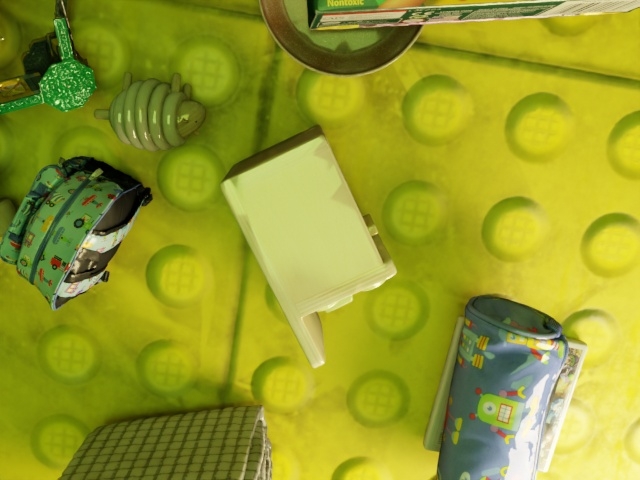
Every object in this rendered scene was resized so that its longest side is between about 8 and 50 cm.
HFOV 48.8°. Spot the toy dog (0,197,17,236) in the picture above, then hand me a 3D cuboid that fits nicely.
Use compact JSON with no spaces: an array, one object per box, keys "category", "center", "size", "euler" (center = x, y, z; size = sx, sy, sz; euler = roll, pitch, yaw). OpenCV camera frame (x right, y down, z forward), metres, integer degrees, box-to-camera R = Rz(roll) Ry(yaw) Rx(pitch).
[{"category":"toy dog","center":[-0.508,-0.030,0.789],"size":[0.334,0.161,0.220],"euler":[-36,102,7]}]

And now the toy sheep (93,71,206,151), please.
[{"category":"toy sheep","center":[-0.195,-0.145,0.809],"size":[0.132,0.091,0.091],"euler":[2,104,12]}]

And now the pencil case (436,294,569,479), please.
[{"category":"pencil case","center":[0.217,0.223,0.864],"size":[0.133,0.119,0.306],"euler":[12,104,21]}]

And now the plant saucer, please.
[{"category":"plant saucer","center":[0.028,-0.287,0.800],"size":[0.199,0.036,0.198],"euler":[0,104,0]}]

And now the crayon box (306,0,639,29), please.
[{"category":"crayon box","center":[0.159,-0.389,0.714],"size":[0.363,0.106,0.313],"euler":[-5,97,-4]}]

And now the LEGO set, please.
[{"category":"LEGO set","center":[-0.383,-0.274,0.715],"size":[0.255,0.192,0.331],"euler":[-29,142,-18]}]

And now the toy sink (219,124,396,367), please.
[{"category":"toy sink","center":[0.000,0.000,0.812],"size":[0.131,0.153,0.234],"euler":[-24,102,4]}]

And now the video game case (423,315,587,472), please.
[{"category":"video game case","center":[0.242,0.205,0.935],"size":[0.173,0.022,0.190],"euler":[12,103,-4]}]

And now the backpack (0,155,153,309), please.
[{"category":"backpack","center":[-0.283,-0.010,0.793],"size":[0.117,0.173,0.158],"euler":[30,102,-8]}]

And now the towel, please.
[{"category":"towel","center":[-0.176,0.310,0.818],"size":[0.235,0.283,0.121],"euler":[-6,105,1]}]
